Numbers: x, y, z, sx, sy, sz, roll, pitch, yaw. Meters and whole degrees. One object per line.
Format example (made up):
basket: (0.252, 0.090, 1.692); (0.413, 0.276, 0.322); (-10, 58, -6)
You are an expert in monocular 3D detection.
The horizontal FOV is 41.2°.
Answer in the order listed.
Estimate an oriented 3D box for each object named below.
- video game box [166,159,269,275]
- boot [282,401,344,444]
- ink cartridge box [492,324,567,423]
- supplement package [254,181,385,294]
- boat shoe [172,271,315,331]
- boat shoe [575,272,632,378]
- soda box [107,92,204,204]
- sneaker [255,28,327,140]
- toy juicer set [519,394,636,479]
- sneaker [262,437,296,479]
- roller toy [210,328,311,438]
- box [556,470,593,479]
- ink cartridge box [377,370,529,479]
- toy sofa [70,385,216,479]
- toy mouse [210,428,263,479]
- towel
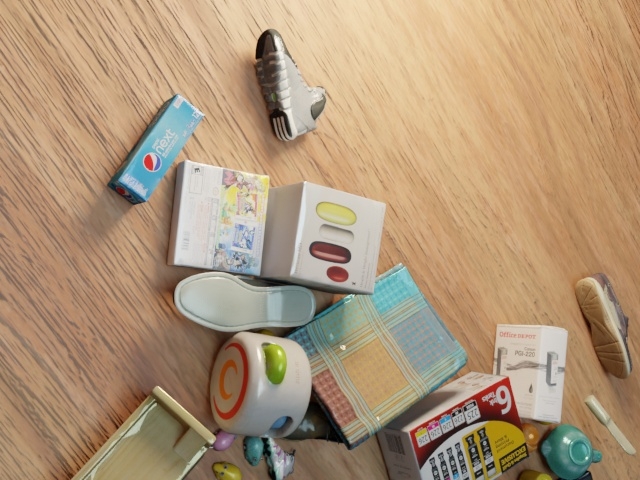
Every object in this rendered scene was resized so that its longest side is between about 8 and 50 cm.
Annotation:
video game box: (-0.199, -0.041, 1.673); (0.187, 0.048, 0.205); (9, 82, -29)
boot: (0.008, 0.372, 1.735); (0.219, 0.106, 0.082); (3, 83, -34)
ink cartridge box: (0.489, 0.309, 2.008); (0.092, 0.158, 0.218); (14, 79, -30)
supplement package: (0.000, 0.000, 1.732); (0.203, 0.149, 0.194); (13, 80, -31)
boat shoe: (-0.158, 0.125, 1.660); (0.302, 0.091, 0.114); (13, 80, -32)
boat shoe: (0.756, 0.219, 2.214); (0.092, 0.103, 0.285); (-26, 94, -25)
soda box: (-0.309, -0.171, 1.598); (0.067, 0.071, 0.210); (39, 68, -23)
sneaker: (-0.053, -0.329, 1.769); (0.132, 0.086, 0.229); (-20, 107, -36)
toy juicer set: (0.609, 0.490, 2.120); (0.329, 0.089, 0.209); (-17, 83, -23)
sneaker: (-0.078, 0.432, 1.725); (0.069, 0.038, 0.098); (-17, 100, -36)
roller toy: (-0.111, 0.276, 1.623); (0.146, 0.209, 0.191); (14, 93, -31)
box: (0.603, 0.692, 2.116); (0.220, 0.051, 0.175); (-18, 96, -32)
ink cartridge box: (0.307, 0.478, 1.902); (0.309, 0.130, 0.272); (-21, 99, -31)
toy sofa: (-0.359, 0.445, 1.503); (0.150, 0.177, 0.362); (40, 65, 4)
toy mouse: (-0.160, 0.407, 1.676); (0.161, 0.031, 0.143); (41, 67, -23)
towel: (0.123, 0.231, 1.789); (0.370, 0.040, 0.271); (-28, 81, -35)
